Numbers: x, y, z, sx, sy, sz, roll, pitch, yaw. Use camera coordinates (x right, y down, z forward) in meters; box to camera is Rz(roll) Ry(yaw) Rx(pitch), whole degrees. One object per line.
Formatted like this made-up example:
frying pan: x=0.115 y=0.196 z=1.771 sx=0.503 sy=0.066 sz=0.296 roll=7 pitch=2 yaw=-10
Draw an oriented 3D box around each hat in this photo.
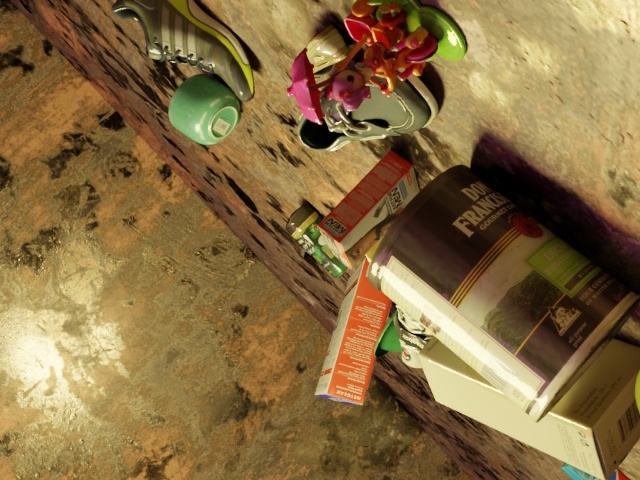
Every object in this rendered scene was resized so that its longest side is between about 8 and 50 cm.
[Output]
hat: x=0.240 y=0.205 z=1.718 sx=0.184 sy=0.208 sz=0.173 roll=35 pitch=142 yaw=19

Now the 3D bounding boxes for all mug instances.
mug: x=-0.218 y=-0.266 z=1.736 sx=0.097 sy=0.158 sz=0.129 roll=36 pitch=142 yaw=29

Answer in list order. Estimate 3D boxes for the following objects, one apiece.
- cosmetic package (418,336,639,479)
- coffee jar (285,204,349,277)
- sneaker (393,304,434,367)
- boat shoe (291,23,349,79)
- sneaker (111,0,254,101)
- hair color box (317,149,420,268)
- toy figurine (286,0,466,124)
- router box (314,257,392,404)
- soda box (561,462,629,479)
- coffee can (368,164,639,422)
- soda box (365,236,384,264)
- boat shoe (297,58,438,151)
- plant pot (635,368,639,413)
cosmetic package: x=0.314 y=0.201 z=1.240 sx=0.309 sy=0.160 sz=0.113 roll=18 pitch=141 yaw=47
coffee jar: x=0.000 y=0.000 z=1.999 sx=0.184 sy=0.079 sz=0.096 roll=45 pitch=169 yaw=0
sneaker: x=0.197 y=0.166 z=1.569 sx=0.122 sy=0.146 sz=0.330 roll=40 pitch=179 yaw=42
boat shoe: x=0.002 y=-0.244 z=1.160 sx=0.048 sy=0.056 sz=0.153 roll=50 pitch=162 yaw=-2
sneaker: x=-0.234 y=-0.340 z=1.478 sx=0.300 sy=0.121 sz=0.111 roll=44 pitch=169 yaw=3
hair color box: x=0.077 y=-0.046 z=1.308 sx=0.053 sy=0.167 sz=0.093 roll=39 pitch=168 yaw=28
toy figurine: x=0.044 y=-0.189 z=0.926 sx=0.173 sy=0.159 sz=0.130 roll=35 pitch=165 yaw=39
router box: x=0.078 y=0.215 z=1.925 sx=0.082 sy=0.301 sz=0.335 roll=17 pitch=169 yaw=-1
soda box: x=0.601 y=0.514 z=1.741 sx=0.210 sy=0.067 sz=0.071 roll=42 pitch=168 yaw=14
coffee can: x=0.228 y=0.064 z=1.079 sx=0.275 sy=0.201 sz=0.201 roll=40 pitch=168 yaw=21
soda box: x=0.096 y=-0.007 z=1.507 sx=0.058 sy=0.061 sz=0.181 roll=62 pitch=-178 yaw=-18
boat shoe: x=0.052 y=-0.166 z=1.138 sx=0.116 sy=0.099 sz=0.319 roll=48 pitch=169 yaw=-17
plant pot: x=0.432 y=0.201 z=0.785 sx=0.274 sy=0.275 sz=0.293 roll=50 pitch=-177 yaw=-27
